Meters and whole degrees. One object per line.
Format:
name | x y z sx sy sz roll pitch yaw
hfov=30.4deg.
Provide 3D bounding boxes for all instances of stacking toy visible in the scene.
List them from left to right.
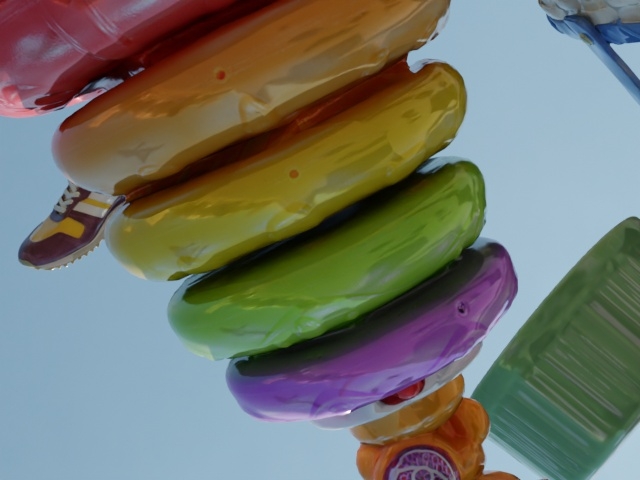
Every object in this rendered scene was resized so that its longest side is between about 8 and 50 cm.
stacking toy | 0.000 0.000 0.397 0.175 0.166 0.302 -26 -82 -5

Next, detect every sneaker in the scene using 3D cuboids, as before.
sneaker | -0.223 -0.049 1.129 0.069 0.084 0.185 17 -132 44

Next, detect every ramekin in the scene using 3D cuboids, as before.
ramekin | 0.307 0.136 1.297 0.148 0.303 0.303 41 -140 17

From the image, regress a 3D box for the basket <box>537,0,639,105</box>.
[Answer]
basket | 0.272 -0.228 0.858 0.289 0.255 0.201 34 180 -27
